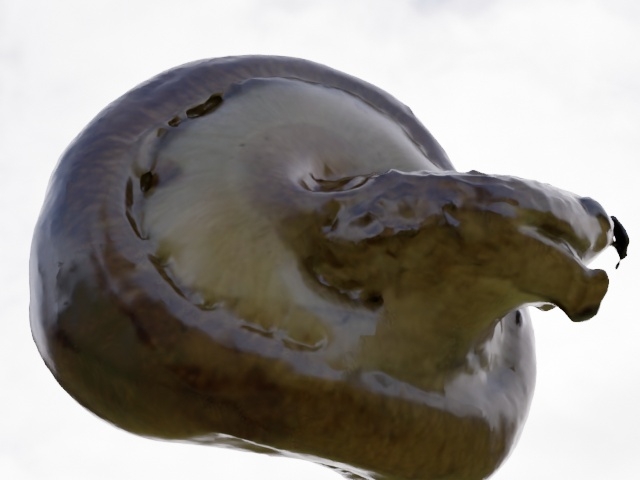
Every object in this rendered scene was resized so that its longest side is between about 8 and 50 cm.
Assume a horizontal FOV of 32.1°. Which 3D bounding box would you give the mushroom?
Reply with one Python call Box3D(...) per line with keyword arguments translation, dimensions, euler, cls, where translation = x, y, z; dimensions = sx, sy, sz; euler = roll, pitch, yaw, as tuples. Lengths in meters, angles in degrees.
Box3D(translation=(0.000, 0.000, 0.714), dimensions=(0.345, 0.345, 0.259), euler=(14, -42, -20), cls="mushroom")
